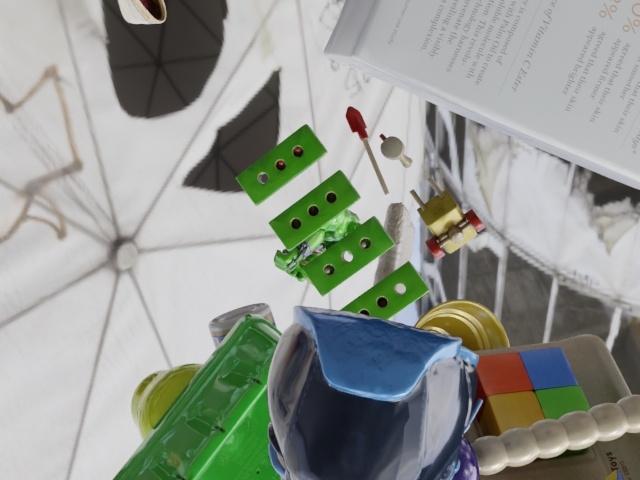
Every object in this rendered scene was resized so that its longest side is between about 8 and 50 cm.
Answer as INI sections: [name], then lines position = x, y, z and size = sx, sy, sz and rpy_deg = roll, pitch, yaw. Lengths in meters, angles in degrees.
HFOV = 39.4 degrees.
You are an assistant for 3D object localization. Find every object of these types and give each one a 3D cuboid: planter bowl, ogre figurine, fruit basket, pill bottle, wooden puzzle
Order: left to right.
[fruit basket]
position = -0.146, 0.305, 1.345
size = 0.283, 0.392, 0.392
rpy_deg = 41, -125, -10
[pill bottle]
position = -0.112, 0.210, 1.524
size = 0.112, 0.186, 0.112
rpy_deg = -17, -173, 2
[ogre figurine]
position = 0.000, 0.000, 1.225
size = 0.097, 0.197, 0.118
rpy_deg = 40, -86, 34
[planter bowl]
position = 0.199, 0.200, 1.464
size = 0.217, 0.217, 0.090
rpy_deg = -33, -164, -22
[wooden puzzle]
position = 0.144, 0.221, 0.794
size = 0.348, 0.080, 0.322
rpy_deg = -8, -133, -6

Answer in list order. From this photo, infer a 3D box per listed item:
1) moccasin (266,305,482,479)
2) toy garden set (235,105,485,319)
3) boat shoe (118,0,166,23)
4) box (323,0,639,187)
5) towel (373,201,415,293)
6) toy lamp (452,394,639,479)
[moccasin]
position = 0.019, 0.106, 0.525
size = 0.138, 0.342, 0.116
rpy_deg = 10, -96, 15
[toy garden set]
position = 0.054, -0.037, 1.067
size = 0.204, 0.049, 0.244
rpy_deg = -36, -93, 9
[boat shoe]
position = -0.239, -0.349, 1.152
size = 0.059, 0.170, 0.063
rpy_deg = 15, -118, 18
[box]
position = 0.207, -0.184, 0.737
size = 0.345, 0.215, 0.168
rpy_deg = 21, -171, -12
[towel]
position = 0.137, 0.039, 1.682
size = 0.049, 0.282, 0.187
rpy_deg = 8, -98, 10
[toy lamp]
position = 0.220, 0.144, 0.711
size = 0.275, 0.080, 0.080
rpy_deg = -12, -133, -11
